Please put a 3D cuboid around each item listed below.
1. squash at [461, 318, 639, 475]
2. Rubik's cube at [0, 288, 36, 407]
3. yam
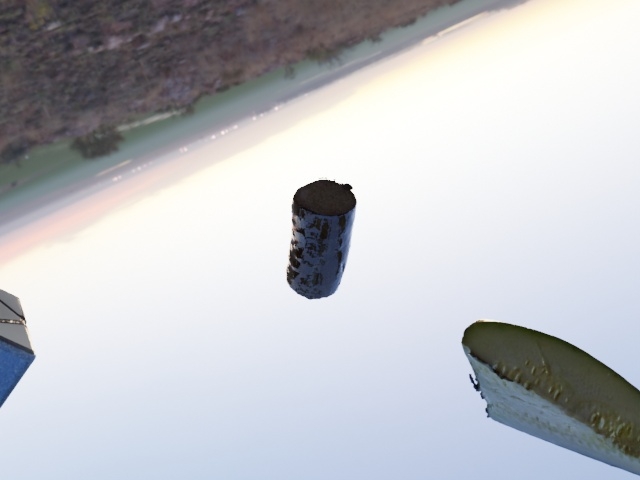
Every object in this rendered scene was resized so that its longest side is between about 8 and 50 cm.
[{"bbox_3d":[0.310,0.177,0.764,0.252,0.169,0.093,12,-127,43],"label":"squash"},{"bbox_3d":[-0.494,0.138,0.764,0.205,0.205,0.207,-55,-145,-3],"label":"Rubik's cube"},{"bbox_3d":[-0.001,-0.002,0.779,0.084,0.127,0.084,8,-146,-5],"label":"yam"}]
